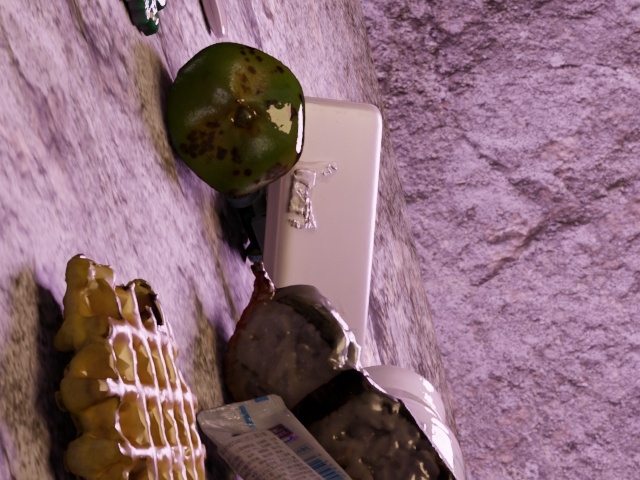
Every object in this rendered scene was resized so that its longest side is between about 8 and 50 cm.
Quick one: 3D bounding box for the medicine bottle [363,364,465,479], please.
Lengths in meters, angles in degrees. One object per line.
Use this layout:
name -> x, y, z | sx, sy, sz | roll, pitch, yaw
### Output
medicine bottle -> 0.066, 0.259, 1.869 | 0.293, 0.170, 0.170 | -86, 160, -63

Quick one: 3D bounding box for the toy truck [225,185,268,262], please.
toy truck -> -0.031, -0.058, 1.933 | 0.191, 0.116, 0.085 | -88, 164, -60

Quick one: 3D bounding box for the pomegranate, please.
pomegranate -> -0.073, -0.121, 1.736 | 0.143, 0.122, 0.169 | 49, 12, 2

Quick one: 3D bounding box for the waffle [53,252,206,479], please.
waffle -> -0.123, 0.124, 1.245 | 0.291, 0.051, 0.291 | -12, 90, -83

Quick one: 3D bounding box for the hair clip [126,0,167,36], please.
hair clip -> -0.171, -0.283, 1.658 | 0.124, 0.052, 0.195 | -1, 85, -72

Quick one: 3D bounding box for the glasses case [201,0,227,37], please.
glasses case -> -0.119, -0.263, 2.008 | 0.032, 0.021, 0.083 | -60, 135, -75

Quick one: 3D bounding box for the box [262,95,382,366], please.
box -> 0.000, 0.000, 1.840 | 0.142, 0.044, 0.285 | 3, 93, -45

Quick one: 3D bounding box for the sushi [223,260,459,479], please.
sushi -> 0.018, 0.161, 1.651 | 0.332, 0.130, 0.124 | 47, -7, 27

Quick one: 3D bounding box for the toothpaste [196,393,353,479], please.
toothpaste -> 0.019, 0.240, 1.501 | 0.299, 0.073, 0.114 | 47, 31, 24
